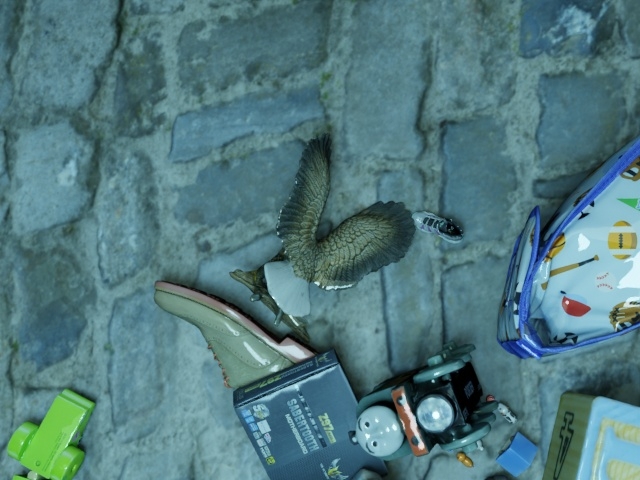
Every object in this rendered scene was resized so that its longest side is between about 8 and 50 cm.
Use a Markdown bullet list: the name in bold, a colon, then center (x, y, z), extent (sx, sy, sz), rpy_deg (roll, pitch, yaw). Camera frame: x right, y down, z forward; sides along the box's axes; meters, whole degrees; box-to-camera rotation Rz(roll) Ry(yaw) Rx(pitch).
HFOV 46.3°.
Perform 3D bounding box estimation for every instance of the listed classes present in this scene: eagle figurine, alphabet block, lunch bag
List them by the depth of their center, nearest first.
- **lunch bag**: center (0.425, 0.028, 1.145), extent (0.385, 0.328, 0.239), rpy_deg (-45, 78, 0)
- **alphabet block**: center (0.468, 0.352, 1.157), extent (0.192, 0.197, 0.194), rpy_deg (16, 82, 7)
- **eagle figurine**: center (-0.006, -0.006, 1.257), extent (0.298, 0.226, 0.225), rpy_deg (-46, 60, 1)

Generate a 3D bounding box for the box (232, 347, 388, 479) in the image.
- **box**: center (-0.014, 0.314, 1.219), extent (0.183, 0.059, 0.233), rpy_deg (-23, 109, 0)

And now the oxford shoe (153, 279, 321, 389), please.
- **oxford shoe**: center (-0.148, 0.182, 1.268), extent (0.348, 0.123, 0.130), rpy_deg (28, 86, 8)

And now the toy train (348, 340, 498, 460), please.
- **toy train**: center (0.159, 0.252, 1.140), extent (0.190, 0.334, 0.142), rpy_deg (-24, 82, 15)

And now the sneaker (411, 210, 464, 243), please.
- **sneaker**: center (0.206, -0.029, 1.300), extent (0.098, 0.069, 0.038), rpy_deg (22, 83, 7)

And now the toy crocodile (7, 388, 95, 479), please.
- **toy crocodile**: center (-0.486, 0.421, 1.273), extent (0.115, 0.105, 0.341), rpy_deg (20, 78, 8)

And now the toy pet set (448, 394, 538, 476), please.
- **toy pet set**: center (0.290, 0.337, 1.238), extent (0.114, 0.065, 0.122), rpy_deg (39, 86, 9)

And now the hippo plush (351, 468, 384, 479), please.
- **hippo plush**: center (0.080, 0.527, 1.123), extent (0.236, 0.234, 0.294), rpy_deg (40, 100, 1)

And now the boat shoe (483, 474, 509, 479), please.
- **boat shoe**: center (0.283, 0.556, 1.172), extent (0.130, 0.132, 0.356), rpy_deg (-8, 79, 3)
